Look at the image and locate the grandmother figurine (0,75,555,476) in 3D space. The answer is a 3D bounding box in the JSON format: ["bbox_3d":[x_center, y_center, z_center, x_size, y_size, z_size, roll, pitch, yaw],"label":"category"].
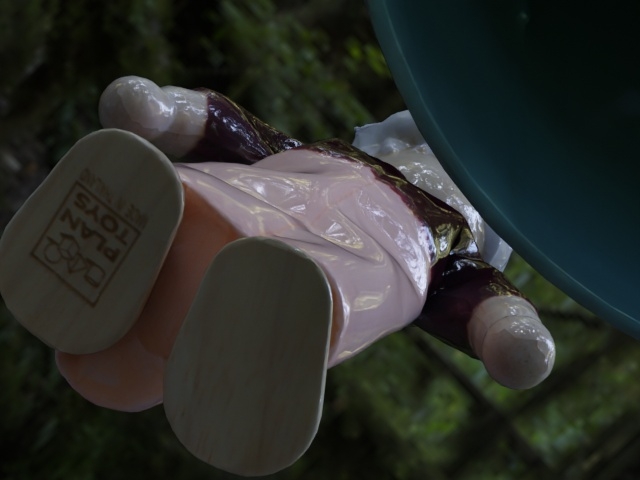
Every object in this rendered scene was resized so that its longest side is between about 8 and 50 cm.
[{"bbox_3d":[0.000,0.000,0.763,0.208,0.104,0.342,43,17,12],"label":"grandmother figurine"}]

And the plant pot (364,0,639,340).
[{"bbox_3d":[0.155,-0.142,0.470,0.293,0.293,0.235,44,25,-22],"label":"plant pot"}]
